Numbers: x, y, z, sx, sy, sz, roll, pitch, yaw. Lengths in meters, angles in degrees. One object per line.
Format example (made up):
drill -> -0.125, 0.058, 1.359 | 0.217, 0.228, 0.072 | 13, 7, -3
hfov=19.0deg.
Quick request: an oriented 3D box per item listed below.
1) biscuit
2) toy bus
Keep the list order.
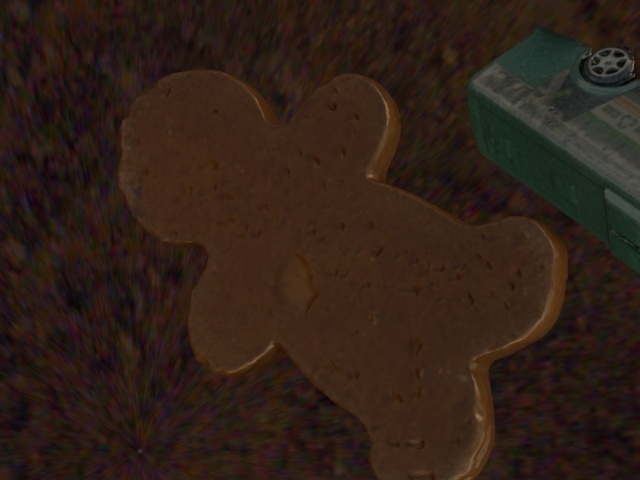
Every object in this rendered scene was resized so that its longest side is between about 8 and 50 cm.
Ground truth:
biscuit -> 0.001, 0.001, 1.173 | 0.324, 0.049, 0.205 | 31, 100, 26
toy bus -> 0.210, -0.048, 1.259 | 0.109, 0.091, 0.262 | -33, 45, -18
